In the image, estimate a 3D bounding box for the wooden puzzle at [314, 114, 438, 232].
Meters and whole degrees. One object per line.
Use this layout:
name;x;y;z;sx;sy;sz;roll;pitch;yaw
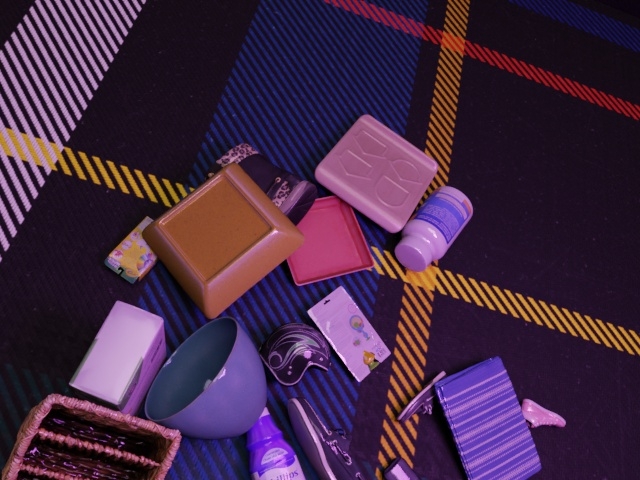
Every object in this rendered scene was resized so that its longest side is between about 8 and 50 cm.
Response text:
wooden puzzle;0.182;-0.214;1.842;0.322;0.080;0.348;35;55;2

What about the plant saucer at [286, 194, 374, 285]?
plant saucer;0.000;0.000;1.710;0.259;0.048;0.258;-12;68;-22

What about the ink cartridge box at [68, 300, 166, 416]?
ink cartridge box;-0.448;0.291;1.299;0.117;0.278;0.201;22;60;-1

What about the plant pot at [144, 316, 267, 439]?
plant pot;-0.241;0.356;1.354;0.195;0.290;0.290;48;57;-23

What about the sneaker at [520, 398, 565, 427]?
sneaker;0.633;0.518;1.634;0.134;0.051;0.070;29;61;3

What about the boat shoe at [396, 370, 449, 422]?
boat shoe;0.292;0.440;1.559;0.206;0.075;0.065;-32;73;-32

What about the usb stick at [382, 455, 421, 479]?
usb stick;0.268;0.678;1.446;0.077;0.045;0.278;-35;78;-29

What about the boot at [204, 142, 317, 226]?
boot;-0.227;-0.088;1.632;0.284;0.138;0.377;40;84;22

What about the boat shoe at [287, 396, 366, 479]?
boat shoe;0.037;0.528;1.409;0.113;0.127;0.340;-25;75;-27

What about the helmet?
helmet;-0.061;0.294;1.478;0.161;0.169;0.169;-37;78;-12

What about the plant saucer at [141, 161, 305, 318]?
plant saucer;-0.266;-0.024;1.494;0.332;0.081;0.333;-40;70;-11

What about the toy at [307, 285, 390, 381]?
toy;0.074;0.264;1.594;0.137;0.056;0.237;-34;82;-32

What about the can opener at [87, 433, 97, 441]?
can opener;-0.578;0.506;1.287;0.059;0.073;0.186;8;49;32

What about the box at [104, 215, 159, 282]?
box;-0.491;0.030;1.553;0.105;0.043;0.179;35;57;3

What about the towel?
towel;0.458;0.512;1.559;0.243;0.040;0.336;-17;84;-25

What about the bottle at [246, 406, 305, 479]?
bottle;-0.110;0.549;1.372;0.118;0.092;0.283;-15;69;-24

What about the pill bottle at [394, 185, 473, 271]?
pill bottle;0.347;-0.033;1.769;0.152;0.152;0.272;40;60;6

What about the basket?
basket;-0.484;0.470;1.184;0.299;0.223;0.213;28;56;-24
